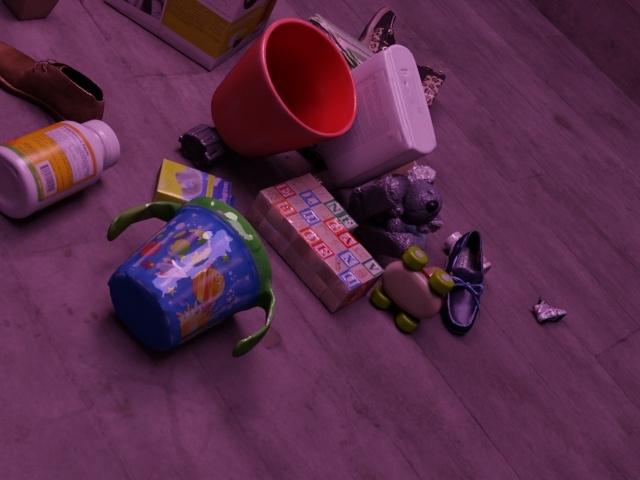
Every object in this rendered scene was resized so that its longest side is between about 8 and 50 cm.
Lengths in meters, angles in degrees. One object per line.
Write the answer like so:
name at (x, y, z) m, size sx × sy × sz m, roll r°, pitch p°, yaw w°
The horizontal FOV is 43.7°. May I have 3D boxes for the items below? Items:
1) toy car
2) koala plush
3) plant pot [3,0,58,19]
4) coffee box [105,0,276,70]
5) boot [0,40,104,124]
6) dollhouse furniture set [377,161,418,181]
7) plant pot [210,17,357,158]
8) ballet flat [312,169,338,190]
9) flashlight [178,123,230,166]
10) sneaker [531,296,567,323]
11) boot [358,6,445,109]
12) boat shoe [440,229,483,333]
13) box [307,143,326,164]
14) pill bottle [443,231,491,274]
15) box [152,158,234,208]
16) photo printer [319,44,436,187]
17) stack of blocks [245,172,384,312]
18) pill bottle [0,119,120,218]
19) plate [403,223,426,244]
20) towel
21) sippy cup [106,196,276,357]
toy car at (0.229, 0.089, 1.786) m, size 0.149 × 0.155 × 0.188 m, roll 43°, pitch 30°, yaw 11°
koala plush at (0.196, -0.078, 1.871) m, size 0.221 × 0.203 × 0.196 m, roll -23°, pitch 104°, yaw -32°
plant pot at (-0.682, -0.579, 1.869) m, size 0.109 × 0.096 × 0.109 m, roll 48°, pitch 41°, yaw 15°
coffee box at (-0.293, -0.718, 2.091) m, size 0.338 × 0.334 × 0.338 m, roll 34°, pitch 39°, yaw 0°
boot at (-0.583, -0.351, 1.692) m, size 0.305 × 0.115 × 0.112 m, roll 34°, pitch 41°, yaw 2°
dollhouse furniture set at (0.223, -0.217, 2.084) m, size 0.151 × 0.123 × 0.144 m, roll -15°, pitch 74°, yaw -48°
plant pot at (-0.096, -0.311, 1.767) m, size 0.275 × 0.243 × 0.275 m, roll 20°, pitch 60°, yaw -39°
ballet flat at (0.042, -0.160, 1.977) m, size 0.168 × 0.052 × 0.057 m, roll -12°, pitch 58°, yaw -41°
flashlight at (-0.211, -0.274, 1.889) m, size 0.304 × 0.103 × 0.103 m, roll -38°, pitch 113°, yaw -46°
sneaker at (0.575, 0.171, 2.021) m, size 0.098 × 0.038 × 0.069 m, roll -2°, pitch 52°, yaw -37°
boot at (0.239, -0.542, 2.438) m, size 0.284 × 0.138 × 0.377 m, roll 30°, pitch 43°, yaw -4°
boat shoe at (0.328, 0.087, 1.858) m, size 0.109 × 0.089 × 0.258 m, roll 9°, pitch 58°, yaw -5°
box at (0.006, -0.342, 2.023) m, size 0.270 × 0.216 × 0.060 m, roll 44°, pitch 0°, yaw 12°
pill bottle at (0.363, 0.038, 1.986) m, size 0.067 × 0.067 × 0.120 m, roll -18°, pitch 61°, yaw -44°
box at (-0.263, -0.100, 1.713) m, size 0.178 × 0.042 × 0.109 m, roll 18°, pitch 42°, yaw -18°
photo printer at (0.109, -0.269, 1.841) m, size 0.107 × 0.307 × 0.256 m, roll -7°, pitch 80°, yaw -39°
stack of blocks at (0.000, 0.000, 1.757) m, size 0.297 × 0.087 × 0.171 m, roll 48°, pitch 41°, yaw 16°
pill bottle at (-0.503, -0.147, 1.518) m, size 0.136 × 0.136 × 0.245 m, roll 41°, pitch 40°, yaw 9°
plate at (0.186, -0.049, 1.987) m, size 0.188 × 0.024 × 0.188 m, roll 20°, pitch 41°, yaw -18°
towel at (0.116, -0.472, 2.117) m, size 0.247 × 0.038 × 0.325 m, roll 21°, pitch 26°, yaw -41°
sippy cup at (-0.243, 0.073, 1.426) m, size 0.305 × 0.240 × 0.224 m, roll 12°, pitch 37°, yaw 38°
